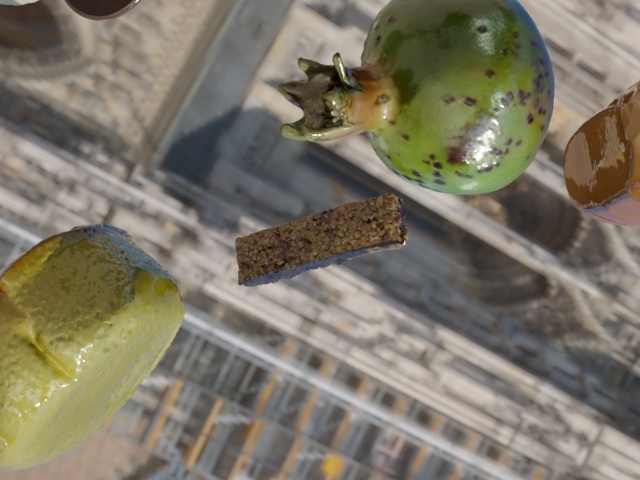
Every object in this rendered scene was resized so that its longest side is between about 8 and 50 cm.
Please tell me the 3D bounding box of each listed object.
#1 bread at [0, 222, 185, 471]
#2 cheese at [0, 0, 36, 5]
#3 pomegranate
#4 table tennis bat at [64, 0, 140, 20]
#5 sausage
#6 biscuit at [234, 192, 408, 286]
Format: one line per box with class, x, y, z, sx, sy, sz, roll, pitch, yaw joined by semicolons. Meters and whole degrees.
bread;-0.258;0.102;1.517;0.270;0.148;0.270;-45;166;-14
cheese;-0.293;-0.372;1.627;0.251;0.174;0.247;-35;132;-64
pomegranate;0.111;-0.174;1.633;0.231;0.286;0.230;-36;-136;45
table tennis bat;-0.224;-0.306;1.647;0.170;0.107;0.119;-31;174;14
sausage;0.293;-0.074;1.338;0.241;0.136;0.120;116;-34;-81
biscuit;0.000;0.000;1.720;0.199;0.034;0.064;-15;-109;18
